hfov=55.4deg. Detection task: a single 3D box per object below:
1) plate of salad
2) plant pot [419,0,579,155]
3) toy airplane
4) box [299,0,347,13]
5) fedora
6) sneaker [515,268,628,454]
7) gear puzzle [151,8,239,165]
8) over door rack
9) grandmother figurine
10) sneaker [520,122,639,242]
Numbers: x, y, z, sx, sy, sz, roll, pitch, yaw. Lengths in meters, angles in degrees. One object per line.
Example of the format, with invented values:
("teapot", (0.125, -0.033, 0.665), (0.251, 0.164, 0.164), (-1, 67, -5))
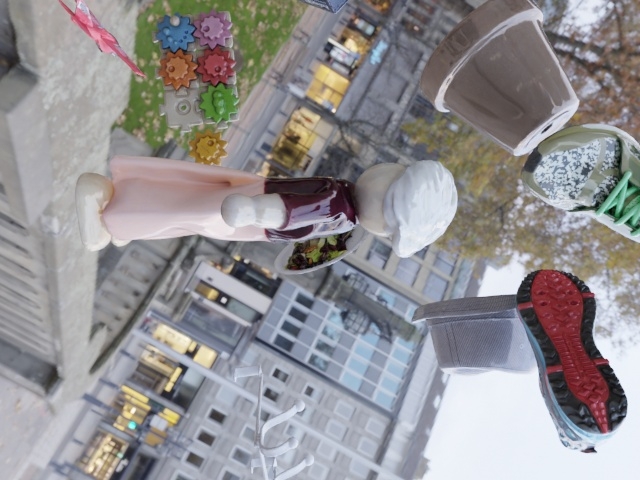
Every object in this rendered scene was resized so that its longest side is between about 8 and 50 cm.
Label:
("plate of salad", (0.000, 0.000, 1.149), (0.199, 0.048, 0.200), (-21, -159, 9))
("plant pot", (0.359, -0.294, 1.154), (0.263, 0.229, 0.263), (-33, 163, -11))
("toy airplane", (-0.296, -0.275, 0.811), (0.028, 0.151, 0.151), (-40, -174, -2))
("box", (-0.029, -0.446, 0.918), (0.093, 0.158, 0.156), (-49, -130, -5))
("fedora", (0.280, 0.156, 0.990), (0.243, 0.275, 0.124), (-15, -104, 40))
("sneaker", (0.317, 0.157, 0.818), (0.125, 0.104, 0.262), (83, 9, -46))
("gear puzzle", (-0.262, -0.319, 1.291), (0.044, 0.175, 0.339), (-177, -98, -89))
("over door rack", (-0.075, 0.392, 1.127), (0.324, 0.108, 0.240), (-143, -136, -71))
("grandmother figurine", (-0.045, -0.033, 0.574), (0.208, 0.342, 0.104), (-71, 159, -77))
("sneaker", (0.512, -0.055, 0.953), (0.182, 0.410, 0.158), (-98, -151, -59))
